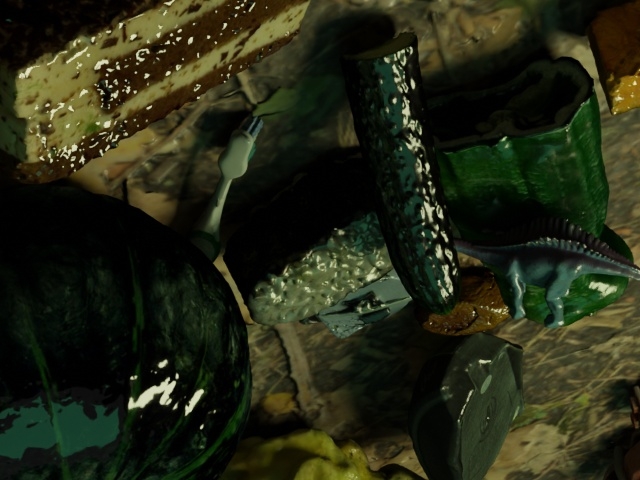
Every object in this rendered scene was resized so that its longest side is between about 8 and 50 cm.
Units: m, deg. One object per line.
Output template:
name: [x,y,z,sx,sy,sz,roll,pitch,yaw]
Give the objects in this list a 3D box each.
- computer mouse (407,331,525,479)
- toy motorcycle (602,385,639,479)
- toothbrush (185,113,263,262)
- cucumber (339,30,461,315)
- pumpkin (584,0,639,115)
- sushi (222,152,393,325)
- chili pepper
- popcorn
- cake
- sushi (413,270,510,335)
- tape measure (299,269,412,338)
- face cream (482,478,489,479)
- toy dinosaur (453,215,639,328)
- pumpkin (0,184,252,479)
computer mouse: [0.122,0.149,1.708,0.071,0.126,0.231,23,157,21]
toy motorcycle: [0.329,0.205,1.887,0.118,0.084,0.212,-14,139,-1]
toothbrush: [-0.093,0.009,1.481,0.030,0.030,0.304,-1,144,-21]
cucumber: [0.063,-0.042,1.371,0.052,0.058,0.215,-37,122,-40]
pumpkin: [0.228,-0.131,1.362,0.074,0.083,0.054,-15,140,8]
sushi: [0.000,0.000,1.460,0.150,0.078,0.090,-36,141,18]
chili pepper: [0.169,-0.021,1.481,0.136,0.099,0.270,-28,141,2]
popcorn: [-0.020,0.275,1.747,0.266,0.192,0.233,-16,147,6]
cake: [-0.106,-0.117,1.202,0.246,0.135,0.112,-4,143,-17]
sushi: [0.122,0.049,1.614,0.099,0.047,0.050,-3,136,12]
tape measure: [0.027,0.035,1.545,0.094,0.054,0.091,-30,150,24]
face cream: [0.147,0.300,1.918,0.117,0.117,0.104,-8,137,-11]
toy dinosaur: [0.167,0.020,1.423,0.197,0.045,0.080,5,133,14]
pumpkin: [-0.196,0.113,1.407,0.315,0.238,0.315,-13,145,-9]
